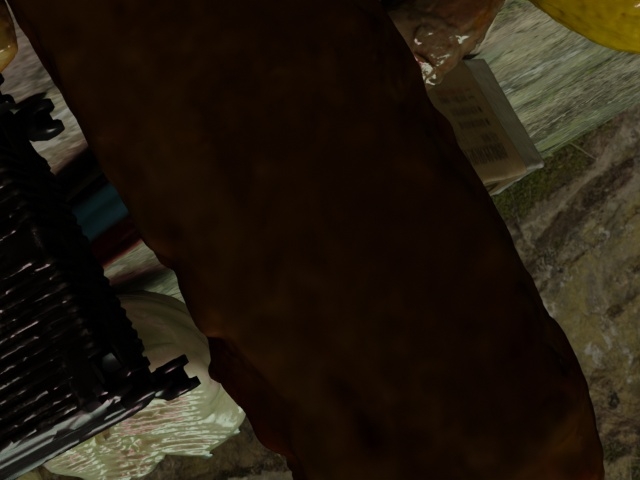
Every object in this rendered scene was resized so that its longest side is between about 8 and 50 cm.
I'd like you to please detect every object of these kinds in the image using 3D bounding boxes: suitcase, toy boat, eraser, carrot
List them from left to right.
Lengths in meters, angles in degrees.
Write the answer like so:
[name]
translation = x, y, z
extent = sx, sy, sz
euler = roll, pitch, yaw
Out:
[suitcase]
translation = -0.281, 0.076, 1.111
extent = 0.335, 0.229, 0.152
euler = -28, 173, 3
[toy boat]
translation = -0.192, 0.001, 1.481
extent = 0.136, 0.079, 0.392
euler = -47, -171, -36
[carrot]
translation = 0.044, -0.142, 1.422
extent = 0.263, 0.102, 0.102
euler = -31, 174, 2
[eraser]
translation = 0.102, -0.099, 1.713
extent = 0.078, 0.144, 0.343
euler = -33, 171, 27

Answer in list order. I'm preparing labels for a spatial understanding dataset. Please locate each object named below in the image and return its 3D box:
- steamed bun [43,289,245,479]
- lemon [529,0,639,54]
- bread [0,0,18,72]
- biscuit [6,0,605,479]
[steamed bun]
translation = -0.243, 0.156, 2.179
extent = 0.268, 0.207, 0.280
euler = -29, 147, 17
[lemon]
translation = 0.208, -0.207, 1.054
extent = 0.231, 0.192, 0.192
euler = -28, 174, 3
[bread]
translation = -0.232, -0.074, 0.900
extent = 0.187, 0.065, 0.103
euler = -30, 179, 37
[biscuit]
translation = 0.000, 0.000, 0.940
extent = 0.166, 0.395, 0.342
euler = -30, 173, 1
